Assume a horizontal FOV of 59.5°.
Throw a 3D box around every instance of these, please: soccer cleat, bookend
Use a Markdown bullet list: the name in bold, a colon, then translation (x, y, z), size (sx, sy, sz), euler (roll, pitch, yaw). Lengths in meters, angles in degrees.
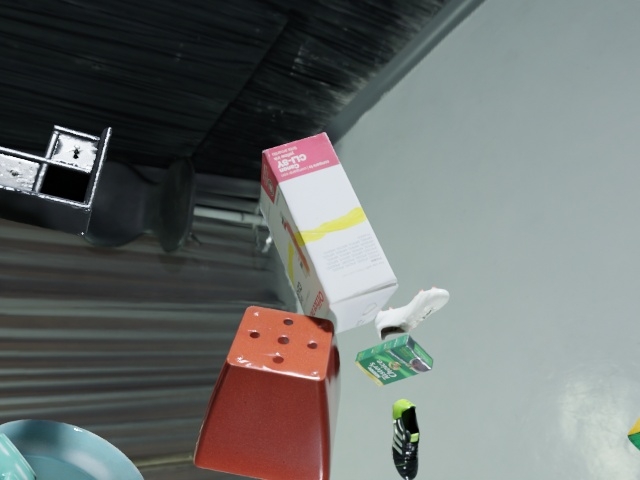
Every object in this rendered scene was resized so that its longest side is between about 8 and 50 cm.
- **soccer cleat**: translation (0.216, 0.176, 1.311), size (0.196, 0.068, 0.076), euler (-28, 38, 24)
- **soccer cleat**: translation (0.193, 0.445, 1.240), size (0.072, 0.060, 0.179), euler (163, 102, -70)
- **bookend**: translation (-0.392, -0.103, 0.791), size (0.072, 0.156, 0.157), euler (129, 148, -47)

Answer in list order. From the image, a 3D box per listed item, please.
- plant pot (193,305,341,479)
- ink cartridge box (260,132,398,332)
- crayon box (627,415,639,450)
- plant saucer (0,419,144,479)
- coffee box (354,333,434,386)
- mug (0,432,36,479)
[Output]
- **plant pot**: translation (-0.084, 0.286, 1.116), size (0.267, 0.267, 0.236), euler (-76, -4, -61)
- **ink cartridge box**: translation (0.000, 0.000, 1.285), size (0.279, 0.160, 0.385), euler (107, 142, -64)
- **crayon box**: translation (0.463, 0.122, 0.580), size (0.081, 0.278, 0.165), euler (43, 159, 17)
- **plant saucer**: translation (-0.437, 0.432, 0.916), size (0.044, 0.317, 0.318), euler (-81, 13, -67)
- **coffee box**: translation (0.191, 0.317, 1.469), size (0.184, 0.113, 0.040), euler (-29, 24, 38)
- **mug**: translation (-0.406, 0.305, 0.683), size (0.157, 0.097, 0.130), euler (27, 136, 29)
